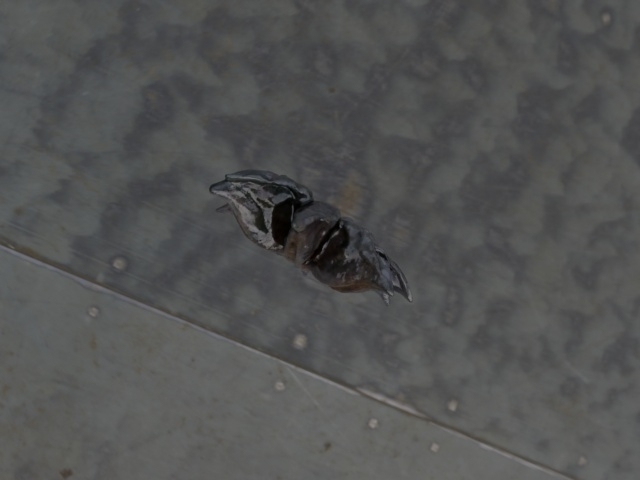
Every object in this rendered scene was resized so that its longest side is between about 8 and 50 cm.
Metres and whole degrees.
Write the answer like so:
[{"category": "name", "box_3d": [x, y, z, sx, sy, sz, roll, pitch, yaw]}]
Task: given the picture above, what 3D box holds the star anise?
[{"category": "star anise", "box_3d": [0.000, 0.000, 0.775, 0.205, 0.181, 0.061, 32, 86, -16]}]
